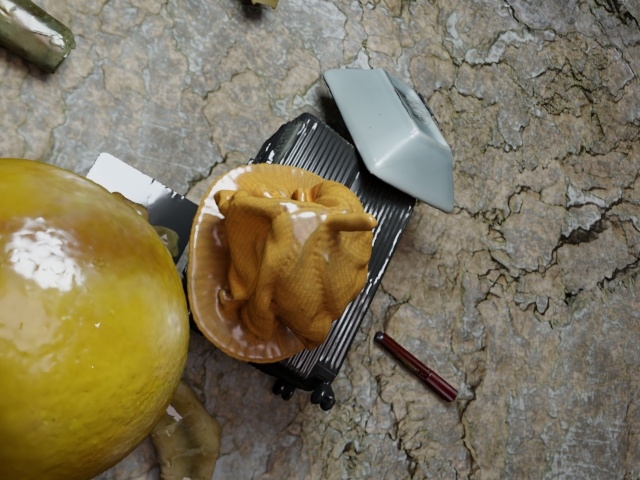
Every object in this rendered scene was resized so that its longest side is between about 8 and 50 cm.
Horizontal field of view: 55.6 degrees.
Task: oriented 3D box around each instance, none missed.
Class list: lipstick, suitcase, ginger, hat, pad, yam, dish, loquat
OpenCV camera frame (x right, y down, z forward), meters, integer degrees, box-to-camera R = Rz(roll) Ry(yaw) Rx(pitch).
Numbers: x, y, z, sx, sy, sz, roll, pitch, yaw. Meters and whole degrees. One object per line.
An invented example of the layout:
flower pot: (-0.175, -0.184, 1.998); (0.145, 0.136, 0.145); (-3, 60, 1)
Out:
lipstick: (0.152, 0.201, 0.973); (0.176, 0.027, 0.027); (40, 66, -16)
suitcase: (-0.032, 0.023, 0.827); (0.229, 0.152, 0.335); (36, 67, -20)
ginger: (-0.180, 0.241, 0.760); (0.095, 0.069, 0.190); (-28, 97, -4)
hat: (0.000, 0.000, 0.632); (0.244, 0.233, 0.233); (-20, 90, -30)
pad: (-0.245, -0.034, 0.806); (0.157, 0.003, 0.112); (32, 68, -21)
yam: (-0.437, -0.316, 0.709); (0.317, 0.067, 0.071); (36, 97, -20)
dish: (0.119, -0.169, 0.895); (0.182, 0.080, 0.243); (20, 36, -39)
loquat: (-0.275, 0.069, 0.602); (0.328, 0.328, 0.359); (59, 39, -8)

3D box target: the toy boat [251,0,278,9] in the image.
toy boat: (-0.105, -0.438, 0.904); (0.057, 0.077, 0.200); (-5, 82, -46)
